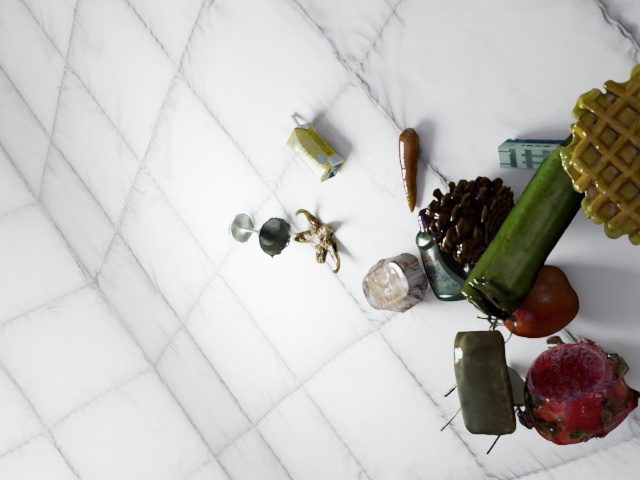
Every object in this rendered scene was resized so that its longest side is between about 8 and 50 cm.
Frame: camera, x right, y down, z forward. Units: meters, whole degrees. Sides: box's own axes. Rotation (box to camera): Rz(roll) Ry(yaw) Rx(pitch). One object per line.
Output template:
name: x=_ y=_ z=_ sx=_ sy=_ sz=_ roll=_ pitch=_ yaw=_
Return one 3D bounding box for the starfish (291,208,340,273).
starfish: x=0.000 y=0.001 z=1.833 sx=0.190 sy=0.074 sz=0.146 roll=45 pitch=140 yaw=18

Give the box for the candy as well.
candy: x=0.339 y=0.294 z=1.388 sx=0.104 sy=0.102 sz=0.234 roll=-7 pitch=117 yaw=20

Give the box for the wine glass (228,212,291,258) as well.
wine glass: x=-0.188 y=-0.023 z=1.994 sx=0.183 sy=0.122 sz=0.122 roll=10 pitch=120 yaw=47

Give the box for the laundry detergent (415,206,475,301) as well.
laundry detergent: x=0.285 y=0.028 z=1.540 sx=0.144 sy=0.078 sz=0.221 roll=-9 pitch=105 yaw=56

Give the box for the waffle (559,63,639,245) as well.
waffle: x=0.550 y=-0.139 z=1.093 sx=0.282 sy=0.058 sz=0.300 roll=-25 pitch=86 yaw=25

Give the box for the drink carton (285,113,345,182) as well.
drink carton: x=-0.031 y=-0.245 z=1.715 sx=0.200 sy=0.074 sz=0.084 roll=47 pitch=139 yaw=14

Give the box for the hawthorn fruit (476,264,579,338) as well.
hawthorn fruit: x=0.420 y=0.136 z=1.357 sx=0.163 sy=0.203 sz=0.162 roll=26 pitch=132 yaw=34

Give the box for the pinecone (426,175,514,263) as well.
pinecone: x=0.311 y=-0.042 z=1.393 sx=0.212 sy=0.169 sz=0.185 roll=6 pitch=76 yaw=60

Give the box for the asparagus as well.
asparagus: x=0.398 y=-0.024 z=1.241 sx=0.108 sy=0.128 sz=0.382 roll=40 pitch=104 yaw=46

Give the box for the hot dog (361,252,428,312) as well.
hot dog: x=0.185 y=0.111 z=1.674 sx=0.144 sy=0.075 sz=0.268 roll=64 pitch=155 yaw=2

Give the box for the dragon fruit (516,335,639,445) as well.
dragon fruit: x=0.522 y=0.291 z=1.361 sx=0.282 sy=0.211 sz=0.147 roll=-23 pitch=104 yaw=22

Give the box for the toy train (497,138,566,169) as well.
toy train: x=0.450 y=-0.160 z=1.263 sx=0.234 sy=0.051 sz=0.052 roll=11 pitch=125 yaw=44

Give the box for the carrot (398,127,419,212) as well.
carrot: x=0.205 y=-0.157 z=1.543 sx=0.048 sy=0.048 sz=0.216 roll=23 pitch=133 yaw=37

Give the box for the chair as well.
chair: x=0.402 y=0.316 z=1.527 sx=0.170 sy=0.160 sz=0.325 roll=28 pitch=119 yaw=1
